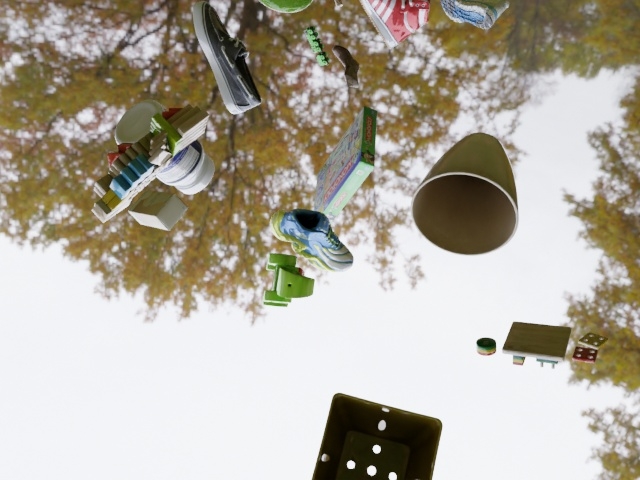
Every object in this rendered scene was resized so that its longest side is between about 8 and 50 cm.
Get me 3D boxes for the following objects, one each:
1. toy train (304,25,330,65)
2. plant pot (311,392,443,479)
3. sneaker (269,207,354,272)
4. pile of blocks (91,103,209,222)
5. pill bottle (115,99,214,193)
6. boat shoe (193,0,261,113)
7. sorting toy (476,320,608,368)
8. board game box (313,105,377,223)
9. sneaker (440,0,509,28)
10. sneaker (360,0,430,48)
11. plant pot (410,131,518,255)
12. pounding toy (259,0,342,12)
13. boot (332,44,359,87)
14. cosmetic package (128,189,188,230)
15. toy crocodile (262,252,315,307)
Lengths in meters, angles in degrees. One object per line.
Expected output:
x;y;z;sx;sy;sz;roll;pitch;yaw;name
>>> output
-0.007;-0.369;1.301;0.023;0.083;0.017;3;-135;40;toy train
0.103;0.440;1.330;0.212;0.187;0.212;13;-113;8;plant pot
0.000;0.000;1.604;0.240;0.126;0.091;28;-114;-23;sneaker
-0.427;-0.207;1.617;0.112;0.362;0.149;46;180;0;pile of blocks
-0.408;-0.241;1.837;0.153;0.265;0.153;-14;-123;22;pill bottle
-0.238;-0.489;1.800;0.102;0.301;0.108;-16;-171;22;boat shoe
0.500;0.241;1.553;0.274;0.046;0.132;3;-156;26;sorting toy
0.065;-0.196;1.929;0.046;0.317;0.213;19;-129;-16;board game box
0.344;-0.530;1.529;0.083;0.071;0.190;-38;-135;-9;sneaker
0.077;-0.271;0.748;0.067;0.118;0.042;-27;-133;17;sneaker
0.380;-0.147;1.724;0.256;0.256;0.274;16;-135;9;plant pot
-0.056;-0.665;1.670;0.237;0.110;0.183;-11;-101;-21;pounding toy
0.071;-0.496;1.959;0.106;0.037;0.114;32;-138;-24;boot
-0.304;-0.058;1.282;0.115;0.041;0.060;8;-124;48;cosmetic package
-0.080;0.100;1.629;0.105;0.115;0.340;7;172;-6;toy crocodile
